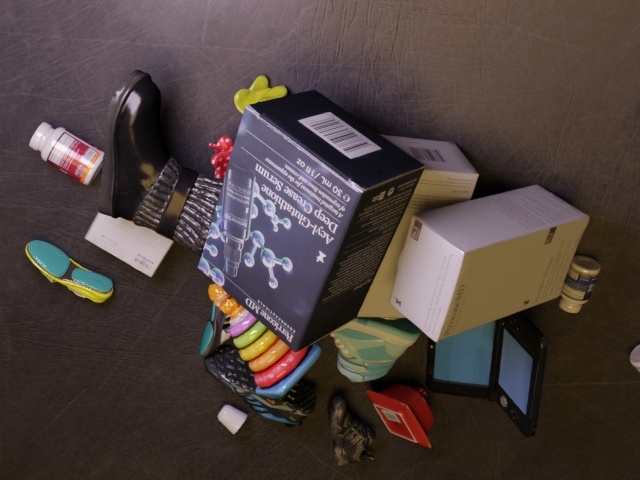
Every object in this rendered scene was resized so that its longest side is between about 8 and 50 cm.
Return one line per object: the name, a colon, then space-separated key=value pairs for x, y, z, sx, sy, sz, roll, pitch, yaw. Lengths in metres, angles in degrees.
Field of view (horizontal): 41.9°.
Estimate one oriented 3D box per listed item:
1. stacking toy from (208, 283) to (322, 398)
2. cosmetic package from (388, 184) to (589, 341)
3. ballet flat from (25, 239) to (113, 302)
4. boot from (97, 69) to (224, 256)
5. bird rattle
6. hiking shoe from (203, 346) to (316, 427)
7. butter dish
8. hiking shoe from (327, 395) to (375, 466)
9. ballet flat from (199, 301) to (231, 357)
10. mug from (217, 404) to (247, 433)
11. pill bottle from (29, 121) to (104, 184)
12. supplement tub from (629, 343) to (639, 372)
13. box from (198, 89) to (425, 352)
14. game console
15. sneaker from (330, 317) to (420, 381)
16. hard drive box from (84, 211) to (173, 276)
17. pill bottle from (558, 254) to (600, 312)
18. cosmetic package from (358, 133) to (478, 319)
stacking toy: x=-0.155 y=0.212 z=1.964 sx=0.302 sy=0.166 sz=0.175 roll=49 pitch=155 yaw=-10
cosmetic package: x=0.339 y=0.036 z=1.681 sx=0.156 sy=0.385 sz=0.217 roll=39 pitch=132 yaw=38
ballet flat: x=-0.614 y=0.085 z=2.029 sx=0.231 sy=0.077 sz=0.077 roll=30 pitch=136 yaw=-11
boot: x=-0.301 y=-0.153 z=1.704 sx=0.260 sy=0.131 sz=0.348 roll=20 pitch=124 yaw=8
bird rattle: x=-0.115 y=-0.200 z=1.761 sx=0.207 sy=0.143 sz=0.253 roll=14 pitch=125 yaw=-18
hiking shoe: x=-0.167 y=0.382 z=2.105 sx=0.304 sy=0.113 sz=0.132 roll=29 pitch=131 yaw=0
butter dish: x=0.219 y=0.411 z=2.066 sx=0.160 sy=0.118 sz=0.160 roll=8 pitch=135 yaw=54
hiking shoe: x=0.081 y=0.482 z=2.151 sx=0.114 sy=0.086 sz=0.227 roll=-9 pitch=124 yaw=-2
ballet flat: x=-0.243 y=0.203 z=2.039 sx=0.074 sy=0.074 sz=0.203 roll=16 pitch=114 yaw=-1
mug: x=-0.239 y=0.470 z=2.196 sx=0.064 sy=0.062 sz=0.078 roll=37 pitch=112 yaw=-4
pill bottle: x=-0.558 y=-0.195 z=1.849 sx=0.152 sy=0.086 sz=0.086 roll=32 pitch=119 yaw=-9
supplement tub: x=0.773 y=0.291 z=1.932 sx=0.107 sy=0.071 sz=0.071 roll=43 pitch=117 yaw=-17
box: x=-0.030 y=-0.041 z=1.630 sx=0.293 sy=0.212 sz=0.395 roll=38 pitch=127 yaw=24
game console: x=0.379 y=0.293 z=1.942 sx=0.173 sy=0.250 sz=0.293 roll=-11 pitch=121 yaw=-16
sneaker: x=0.052 y=0.231 z=1.966 sx=0.319 sy=0.127 sz=0.208 roll=22 pitch=120 yaw=-10
hard drive box: x=-0.399 y=-0.061 z=1.898 sx=0.181 sy=0.089 sz=0.232 roll=32 pitch=119 yaw=-10
pill bottle: x=0.570 y=0.099 z=1.855 sx=0.067 sy=0.067 sz=0.120 roll=12 pitch=121 yaw=2
cosmetic package: x=0.172 y=-0.021 z=1.766 sx=0.197 sy=0.155 sz=0.365 roll=5 pitch=122 yaw=-18
